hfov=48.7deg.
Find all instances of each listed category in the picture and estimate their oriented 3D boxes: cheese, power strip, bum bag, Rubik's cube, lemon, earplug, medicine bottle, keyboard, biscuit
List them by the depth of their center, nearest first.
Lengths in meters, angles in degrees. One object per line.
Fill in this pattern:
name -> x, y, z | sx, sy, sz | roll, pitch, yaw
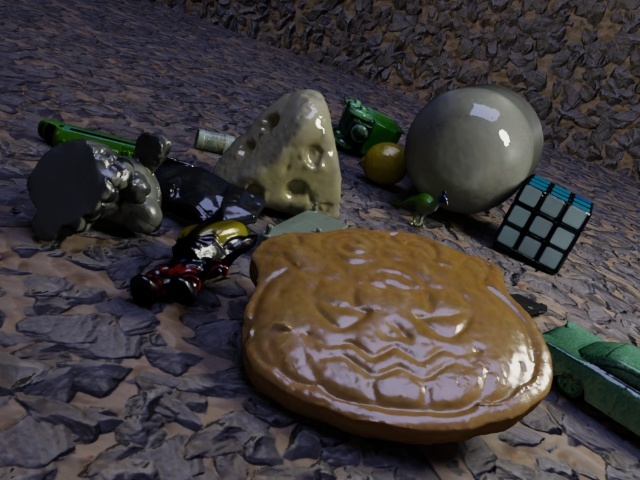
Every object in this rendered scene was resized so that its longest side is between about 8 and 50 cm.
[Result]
biscuit -> 0.093, 0.100, 0.912 | 0.385, 0.062, 0.365 | 4, 37, -7
power strip -> 0.000, 0.000, 1.237 | 0.145, 0.061, 0.216 | 23, 22, 15
bum bag -> -0.227, -0.086, 1.241 | 0.310, 0.074, 0.137 | 25, 31, 27
keyboard -> 0.317, 0.124, 1.250 | 0.231, 0.023, 0.072 | -3, 23, -45
cheese -> -0.072, -0.169, 1.363 | 0.251, 0.247, 0.173 | 5, 23, -17
Rubik's cube -> 0.506, -0.040, 1.606 | 0.161, 0.163, 0.162 | 29, 19, 14
medicine bottle -> -0.241, -0.224, 1.610 | 0.083, 0.047, 0.047 | 11, 22, -20
earplug -> 0.366, -0.226, 1.716 | 0.313, 0.312, 0.394 | 24, 18, 15
lemon -> 0.164, -0.194, 1.786 | 0.133, 0.109, 0.109 | 7, 20, 8

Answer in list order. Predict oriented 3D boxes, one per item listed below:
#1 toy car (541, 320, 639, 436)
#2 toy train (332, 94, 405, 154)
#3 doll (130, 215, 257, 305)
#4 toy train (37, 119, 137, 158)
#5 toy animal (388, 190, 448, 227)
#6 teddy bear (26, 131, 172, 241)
toy car -> 0.460, 0.219, 1.024 | 0.141, 0.097, 0.321 | -7, 32, -47
toy train -> 0.131, -0.320, 2.054 | 0.188, 0.132, 0.243 | 23, 20, -13
doll -> -0.170, 0.022, 1.008 | 0.127, 0.088, 0.249 | 23, 25, 11
toy train -> -0.436, -0.184, 1.354 | 0.209, 0.044, 0.042 | 13, 23, -14
toy animal -> 0.211, -0.067, 1.594 | 0.041, 0.075, 0.217 | 11, -7, -26
teddy bear -> -0.298, -0.084, 1.069 | 0.144, 0.171, 0.251 | 47, 23, 14
